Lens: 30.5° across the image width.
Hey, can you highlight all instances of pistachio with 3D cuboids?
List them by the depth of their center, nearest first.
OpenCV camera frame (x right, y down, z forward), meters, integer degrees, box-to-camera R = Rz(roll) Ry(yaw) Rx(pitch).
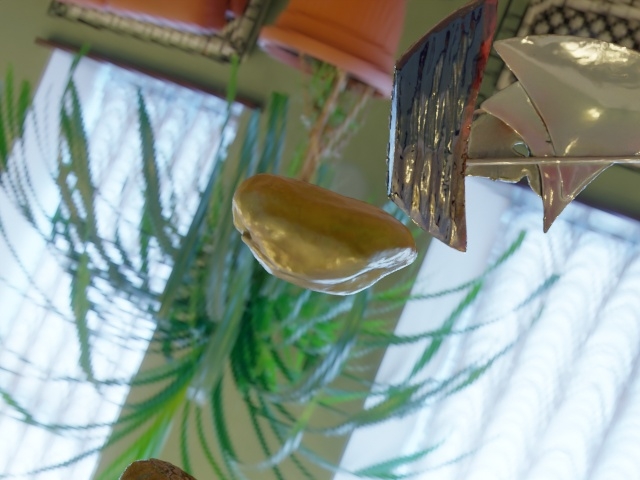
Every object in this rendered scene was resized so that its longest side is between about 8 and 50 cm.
[{"bbox_3d":[0.002,0.001,1.137,0.189,0.100,0.110,19,-178,-10],"label":"pistachio"}]

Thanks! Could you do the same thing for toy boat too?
[{"bbox_3d":[0.197,-0.115,0.992,0.072,0.318,0.219,-96,-15,-66],"label":"toy boat"}]

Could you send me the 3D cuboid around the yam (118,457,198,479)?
[{"bbox_3d":[-0.090,0.166,0.566,0.054,0.132,0.054,18,-149,-11],"label":"yam"}]
